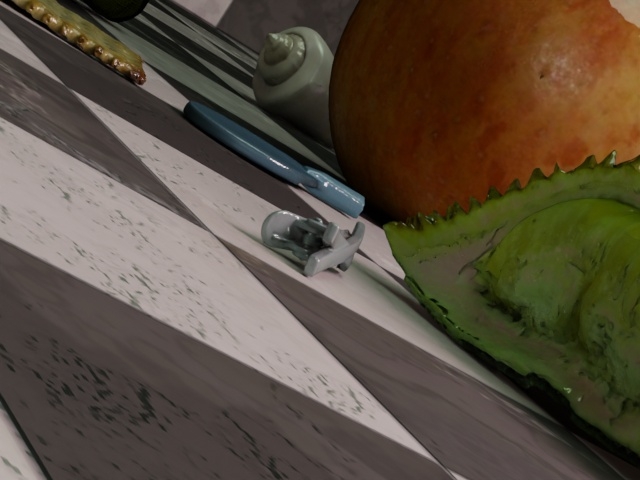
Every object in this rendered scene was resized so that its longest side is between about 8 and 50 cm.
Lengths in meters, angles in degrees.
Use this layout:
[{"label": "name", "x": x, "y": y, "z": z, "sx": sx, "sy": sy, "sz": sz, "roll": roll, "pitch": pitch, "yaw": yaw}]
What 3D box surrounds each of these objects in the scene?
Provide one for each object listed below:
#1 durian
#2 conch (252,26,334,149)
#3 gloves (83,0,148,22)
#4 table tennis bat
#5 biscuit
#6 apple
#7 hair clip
[{"label": "durian", "x": 0.188, "y": 0.064, "z": 1.103, "sx": 0.352, "sy": 0.169, "sz": 0.158, "roll": 41, "pitch": -18, "yaw": 49}, {"label": "conch", "x": -0.011, "y": -0.163, "z": 2.118, "sx": 0.104, "sy": 0.094, "sz": 0.176, "roll": -12, "pitch": -30, "yaw": 35}, {"label": "gloves", "x": -0.240, "y": -0.283, "z": 1.802, "sx": 0.135, "sy": 0.107, "sz": 0.268, "roll": 46, "pitch": -5, "yaw": 33}, {"label": "table tennis bat", "x": -0.034, "y": -0.060, "z": 1.463, "sx": 0.155, "sy": 0.019, "sz": 0.100, "roll": 29, "pitch": 6, "yaw": -20}, {"label": "biscuit", "x": -0.216, "y": -0.180, "z": 1.483, "sx": 0.203, "sy": 0.016, "sz": 0.144, "roll": 33, "pitch": 6, "yaw": -9}, {"label": "apple", "x": 0.192, "y": -0.109, "z": 1.695, "sx": 0.400, "sy": 0.333, "sz": 0.400, "roll": 40, "pitch": 20, "yaw": -18}, {"label": "hair clip", "x": 0.001, "y": -0.001, "z": 1.064, "sx": 0.039, "sy": 0.030, "sz": 0.115, "roll": 33, "pitch": 5, "yaw": 13}]
